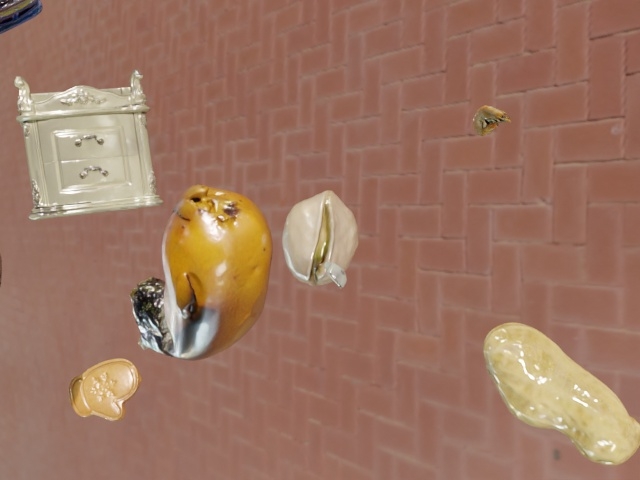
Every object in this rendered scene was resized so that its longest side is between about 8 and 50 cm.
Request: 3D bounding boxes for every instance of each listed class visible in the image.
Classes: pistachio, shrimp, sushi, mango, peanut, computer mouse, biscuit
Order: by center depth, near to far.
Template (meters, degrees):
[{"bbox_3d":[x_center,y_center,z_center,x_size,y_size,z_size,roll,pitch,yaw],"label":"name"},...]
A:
[{"bbox_3d":[-0.152,0.044,1.102,0.287,0.153,0.201,105,154,-50],"label":"mango"},{"bbox_3d":[0.419,0.279,1.366,0.319,0.147,0.147,41,127,12],"label":"peanut"},{"bbox_3d":[-0.407,0.290,1.457,0.118,0.140,0.023,58,177,19],"label":"biscuit"},{"bbox_3d":[0.328,-0.227,1.472,0.059,0.023,0.108,-68,27,12],"label":"shrimp"},{"bbox_3d":[0.038,0.075,1.814,0.032,0.056,0.110,-40,17,3],"label":"computer mouse"},{"bbox_3d":[-0.376,0.173,1.843,0.115,0.147,0.212,25,143,27],"label":"sushi"},{"bbox_3d":[0.000,0.000,2.052,0.331,0.208,0.226,-78,4,-51],"label":"pistachio"}]

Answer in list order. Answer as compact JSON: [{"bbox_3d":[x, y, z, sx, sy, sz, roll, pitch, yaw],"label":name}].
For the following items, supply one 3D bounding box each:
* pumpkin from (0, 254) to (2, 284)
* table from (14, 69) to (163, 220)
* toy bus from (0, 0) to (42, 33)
[{"bbox_3d":[-0.602,0.047,0.996,0.257,0.328,0.291,1,119,38],"label":"pumpkin"},{"bbox_3d":[-0.146,-0.058,0.477,0.062,0.079,0.083,-178,81,-71],"label":"table"},{"bbox_3d":[-0.684,-0.574,1.515,0.287,0.138,0.175,58,159,-10],"label":"toy bus"}]
